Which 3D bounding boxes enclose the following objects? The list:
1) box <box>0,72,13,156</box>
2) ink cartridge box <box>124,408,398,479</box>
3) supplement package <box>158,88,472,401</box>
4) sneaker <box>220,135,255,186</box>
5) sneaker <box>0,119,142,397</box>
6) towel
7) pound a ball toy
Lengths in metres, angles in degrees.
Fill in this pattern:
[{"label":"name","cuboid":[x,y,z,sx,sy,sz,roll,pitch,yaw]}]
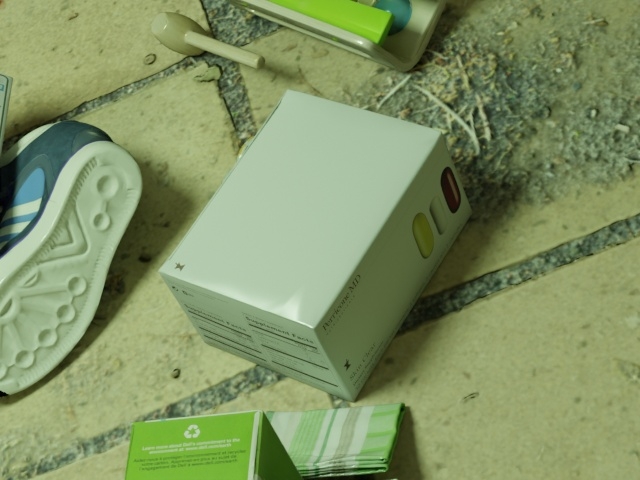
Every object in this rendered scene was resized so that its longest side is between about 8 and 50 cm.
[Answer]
[{"label":"box","cuboid":[-0.435,-0.058,1.859,0.169,0.087,0.290,-55,26,37]},{"label":"ink cartridge box","cuboid":[-0.030,0.242,1.494,0.255,0.188,0.097,-8,50,14]},{"label":"supplement package","cuboid":[0.000,0.000,1.696,0.204,0.145,0.262,19,63,32]},{"label":"sneaker","cuboid":[-0.082,-0.082,1.871,0.037,0.032,0.083,20,68,17]},{"label":"sneaker","cuboid":[-0.338,0.009,1.860,0.322,0.130,0.236,-61,31,-4]},{"label":"towel","cuboid":[0.002,0.195,1.596,0.152,0.023,0.113,-7,27,16]},{"label":"pound a ball toy","cuboid":[-0.024,-0.277,1.950,0.319,0.136,0.208,25,92,34]}]
